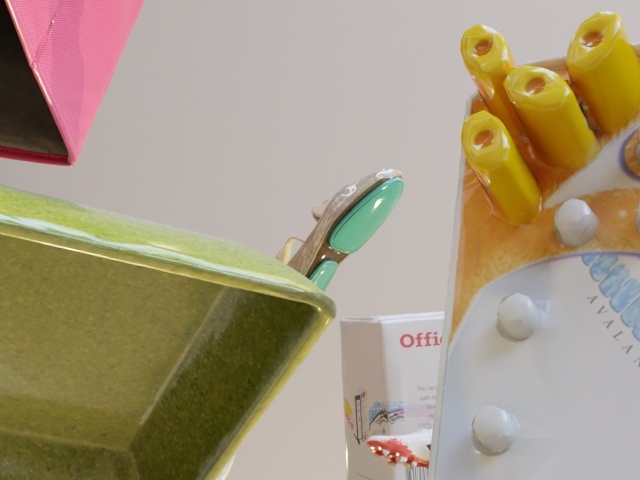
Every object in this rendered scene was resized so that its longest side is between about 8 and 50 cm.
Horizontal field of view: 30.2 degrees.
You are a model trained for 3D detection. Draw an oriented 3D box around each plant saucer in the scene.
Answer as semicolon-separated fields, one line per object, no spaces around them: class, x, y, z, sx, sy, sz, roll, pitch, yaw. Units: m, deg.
plant saucer;-0.116;0.042;0.444;0.045;0.188;0.188;-95;-152;-42

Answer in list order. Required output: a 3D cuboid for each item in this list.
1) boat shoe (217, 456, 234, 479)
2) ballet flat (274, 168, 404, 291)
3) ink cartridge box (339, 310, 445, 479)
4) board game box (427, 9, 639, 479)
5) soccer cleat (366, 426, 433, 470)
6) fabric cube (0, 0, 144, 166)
boat shoe;-0.102;0.169;0.895;0.084;0.233;0.079;3;-66;3
ballet flat;0.000;0.000;0.964;0.052;0.057;0.168;42;-82;31
ink cartridge box;0.126;0.193;1.286;0.168;0.171;0.232;168;-80;-74
board game box;0.198;0.074;0.296;0.390;0.050;0.390;-7;-122;28
soccer cleat;0.071;0.139;0.808;0.029;0.083;0.035;129;-27;-61
fabric cube;-0.286;-0.247;0.905;0.254;0.259;0.258;10;-121;10
